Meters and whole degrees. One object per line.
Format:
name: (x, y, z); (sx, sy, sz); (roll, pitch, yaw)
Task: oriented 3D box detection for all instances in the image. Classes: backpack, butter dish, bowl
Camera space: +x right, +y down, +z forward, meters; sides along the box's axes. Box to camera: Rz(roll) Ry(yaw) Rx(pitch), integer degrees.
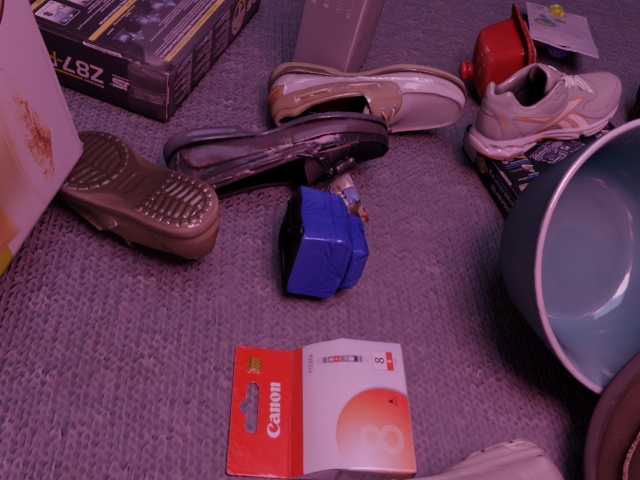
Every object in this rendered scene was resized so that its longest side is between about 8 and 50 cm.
backpack: (0.000, 0.000, 0.732); (0.101, 0.098, 0.120); (12, 35, -19)
butter dish: (0.301, -0.300, 1.062); (0.118, 0.160, 0.160); (-6, 48, 8)
bowl: (0.341, 0.017, 0.720); (0.311, 0.163, 0.311); (-1, 95, -15)

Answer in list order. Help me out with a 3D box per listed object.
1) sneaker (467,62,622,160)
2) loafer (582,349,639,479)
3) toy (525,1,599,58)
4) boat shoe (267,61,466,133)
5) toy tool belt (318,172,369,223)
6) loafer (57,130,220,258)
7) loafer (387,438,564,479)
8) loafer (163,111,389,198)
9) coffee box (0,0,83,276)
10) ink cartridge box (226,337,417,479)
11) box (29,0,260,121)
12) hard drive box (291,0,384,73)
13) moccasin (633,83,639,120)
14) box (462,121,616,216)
sneaker: (0.343, -0.209, 0.892); (0.262, 0.121, 0.099); (-23, 53, -16)
loafer: (0.394, 0.144, 0.596); (0.134, 0.130, 0.366); (36, 85, -16)
toy: (0.485, -0.421, 1.263); (0.137, 0.056, 0.237); (17, 43, 3)
boat shoe: (0.072, -0.194, 0.915); (0.302, 0.113, 0.103); (0, 51, -3)
toy tool belt: (0.029, -0.047, 0.817); (0.051, 0.052, 0.083); (-24, 52, 4)
loafer: (-0.224, -0.046, 0.710); (0.268, 0.092, 0.102); (27, 55, 28)
loafer: (0.095, 0.264, 0.520); (0.319, 0.112, 0.111); (-10, 46, -25)
loafer: (-0.048, -0.097, 0.806); (0.302, 0.109, 0.095); (-8, 66, -13)
coffee box: (-0.458, -0.121, 0.495); (0.338, 0.337, 0.334); (7, 48, 7)
ink cartridge box: (0.001, 0.166, 0.623); (0.179, 0.045, 0.145); (9, 48, -12)
box: (-0.300, -0.380, 0.968); (0.318, 0.097, 0.395); (19, 48, 2)
hard drive box: (0.038, -0.357, 0.956); (0.089, 0.232, 0.181); (24, 47, 5)
moccasin: (0.650, -0.174, 1.043); (0.147, 0.139, 0.380); (9, 49, -11)
box: (0.355, -0.129, 0.938); (0.220, 0.051, 0.175); (-14, 51, -10)
